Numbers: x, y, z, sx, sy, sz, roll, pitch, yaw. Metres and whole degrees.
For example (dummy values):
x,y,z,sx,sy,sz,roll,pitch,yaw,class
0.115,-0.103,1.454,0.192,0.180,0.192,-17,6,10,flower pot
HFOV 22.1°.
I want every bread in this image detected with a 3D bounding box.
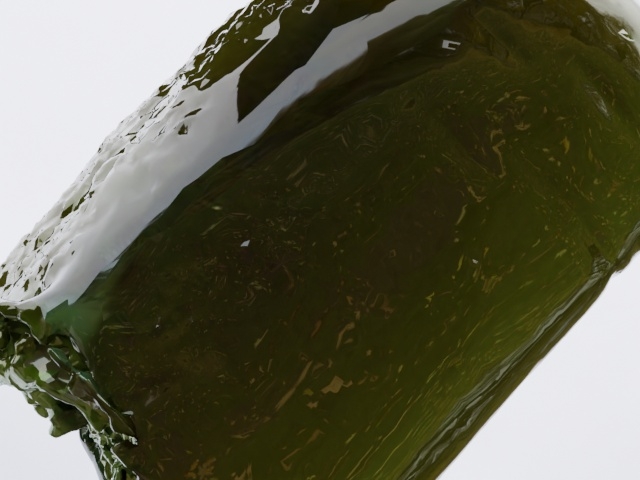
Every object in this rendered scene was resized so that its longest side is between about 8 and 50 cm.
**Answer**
x,y,z,sx,sy,sz,roll,pitch,yaw,class
0.000,0.000,0.797,0.376,0.251,0.208,-45,-61,-13,bread
